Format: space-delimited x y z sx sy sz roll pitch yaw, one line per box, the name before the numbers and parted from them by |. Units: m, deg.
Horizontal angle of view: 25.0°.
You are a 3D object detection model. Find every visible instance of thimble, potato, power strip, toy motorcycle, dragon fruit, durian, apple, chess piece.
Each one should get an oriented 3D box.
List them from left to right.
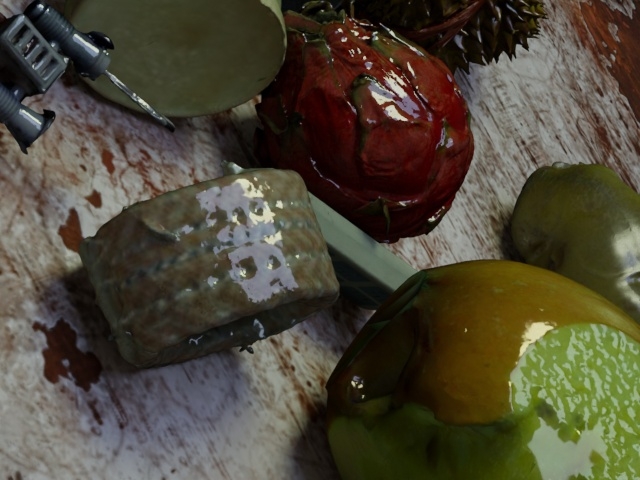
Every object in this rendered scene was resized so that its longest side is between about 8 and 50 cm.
toy motorcycle | -0.309 -0.192 1.311 0.401 0.207 0.134 43 68 -24
chess piece | -0.166 -0.365 1.600 0.234 0.234 0.442 26 42 -35
thimble | -0.099 0.030 1.386 0.229 0.196 0.148 -9 72 -52
power strip | 0.000 0.000 1.584 0.270 0.118 0.046 36 74 -27
dragon fruit | 0.040 -0.126 1.616 0.299 0.244 0.244 52 36 -22
durian | 0.155 -0.397 1.905 0.384 0.347 0.348 49 21 -70
apple | 0.181 0.199 1.451 0.374 0.374 0.384 46 27 -15
potato | 0.375 0.044 1.900 0.202 0.218 0.351 2 60 -46

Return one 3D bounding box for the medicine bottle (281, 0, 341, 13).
medicine bottle | -0.062 -0.422 1.803 0.141 0.141 0.293 6 59 -46
